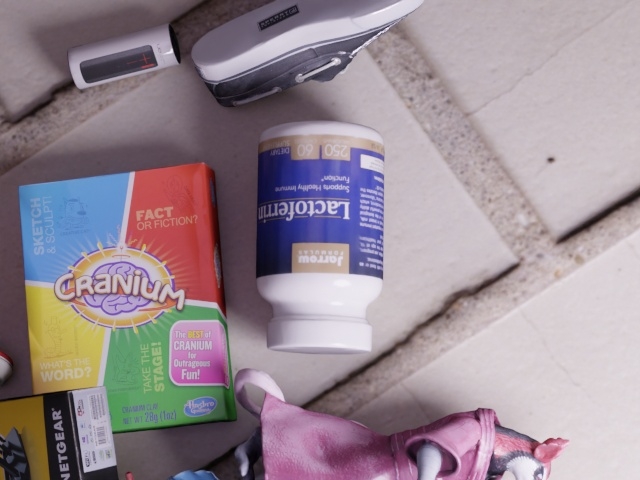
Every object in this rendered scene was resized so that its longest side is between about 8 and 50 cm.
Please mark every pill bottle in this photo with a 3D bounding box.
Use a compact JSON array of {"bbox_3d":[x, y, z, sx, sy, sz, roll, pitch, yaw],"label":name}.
[{"bbox_3d":[0.000,0.000,1.873,0.153,0.153,0.265,-1,82,8],"label":"pill bottle"}]

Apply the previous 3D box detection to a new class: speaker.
[{"bbox_3d":[-0.246,-0.233,1.992,0.136,0.055,0.055,-13,80,5],"label":"speaker"}]

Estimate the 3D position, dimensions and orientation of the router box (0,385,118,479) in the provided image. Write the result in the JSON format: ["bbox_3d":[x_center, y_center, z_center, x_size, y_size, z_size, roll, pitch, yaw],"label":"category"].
[{"bbox_3d":[-0.350,0.338,1.855,0.243,0.081,0.309,-11,85,27],"label":"router box"}]

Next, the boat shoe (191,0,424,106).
[{"bbox_3d":[-0.004,-0.244,1.938,0.301,0.102,0.108,-22,42,7],"label":"boat shoe"}]

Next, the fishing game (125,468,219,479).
[{"bbox_3d":[-0.126,0.352,1.811,0.264,0.041,0.189,5,114,39],"label":"fishing game"}]

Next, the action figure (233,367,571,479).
[{"bbox_3d":[0.107,0.269,1.829,0.370,0.248,0.276,-17,53,6],"label":"action figure"}]

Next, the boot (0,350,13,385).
[{"bbox_3d":[-0.467,0.063,1.967,0.244,0.088,0.176,32,53,-10],"label":"boot"}]

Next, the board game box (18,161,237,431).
[{"bbox_3d":[-0.239,0.076,1.939,0.242,0.064,0.317,-7,81,7],"label":"board game box"}]
